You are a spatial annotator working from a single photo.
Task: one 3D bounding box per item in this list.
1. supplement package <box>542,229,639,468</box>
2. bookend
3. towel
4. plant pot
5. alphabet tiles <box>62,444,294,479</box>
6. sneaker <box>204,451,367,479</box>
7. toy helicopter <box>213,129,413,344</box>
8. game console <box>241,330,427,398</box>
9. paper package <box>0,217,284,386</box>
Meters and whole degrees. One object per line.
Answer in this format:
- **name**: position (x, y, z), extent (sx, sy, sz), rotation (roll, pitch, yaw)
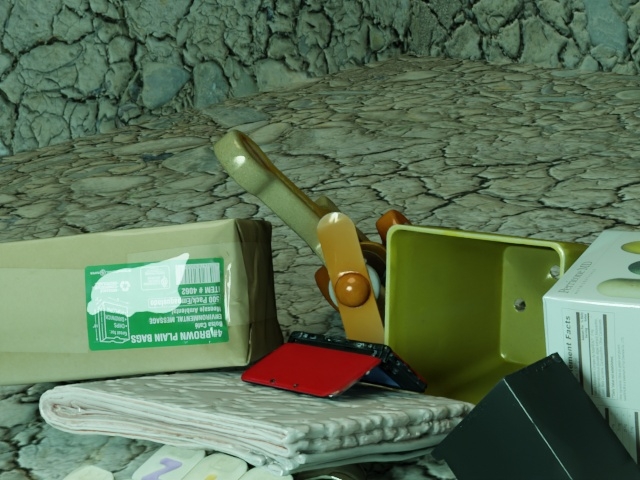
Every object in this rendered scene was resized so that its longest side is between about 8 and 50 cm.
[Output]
- **supplement package**: position (0.372, 0.116, 1.180), extent (0.262, 0.198, 0.199), rotation (3, 21, 29)
- **bookend**: position (0.198, 0.211, 1.130), extent (0.072, 0.156, 0.157), rotation (-19, 65, -34)
- **towel**: position (-0.053, 0.174, 1.244), extent (0.317, 0.053, 0.331), rotation (5, 0, 37)
- **plant pot**: position (0.209, 0.087, 1.354), extent (0.212, 0.212, 0.187), rotation (7, 11, 38)
- **alphabet tiles**: position (-0.163, 0.273, 1.090), extent (0.284, 0.021, 0.278), rotation (9, 38, 40)
- **sneaker**: position (-0.049, 0.235, 1.184), extent (0.188, 0.066, 0.071), rotation (-6, 11, 0)
- **toy helicopter**: position (0.000, 0.000, 1.536), extent (0.140, 0.355, 0.235), rotation (-39, 28, 16)
- **game console**: position (0.015, 0.146, 1.293), extent (0.144, 0.124, 0.085), rotation (5, 60, 46)
- **paper package**: position (-0.224, 0.071, 1.490), extent (0.324, 0.168, 0.309), rotation (-5, 0, 6)
